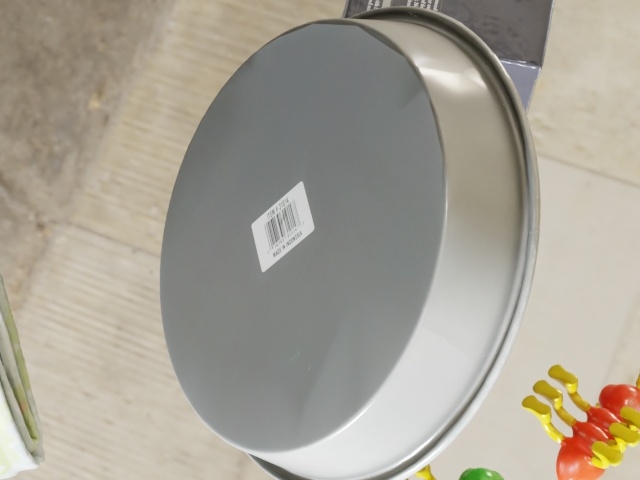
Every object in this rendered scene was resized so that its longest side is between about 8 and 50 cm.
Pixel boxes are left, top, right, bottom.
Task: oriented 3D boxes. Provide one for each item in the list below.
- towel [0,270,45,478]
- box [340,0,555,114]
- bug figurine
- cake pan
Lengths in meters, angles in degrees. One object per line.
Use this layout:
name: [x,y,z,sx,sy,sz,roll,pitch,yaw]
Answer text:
towel: [-0.355,0.039,0.821,0.090,0.374,0.321,-100,-175,-47]
box: [0.097,-0.148,1.203,0.156,0.158,0.093,94,9,-64]
bug figurine: [0.102,0.126,1.085,0.216,0.279,0.072,-42,135,-15]
cake pan: [0.000,0.000,0.869,0.054,0.293,0.293,14,97,-39]
